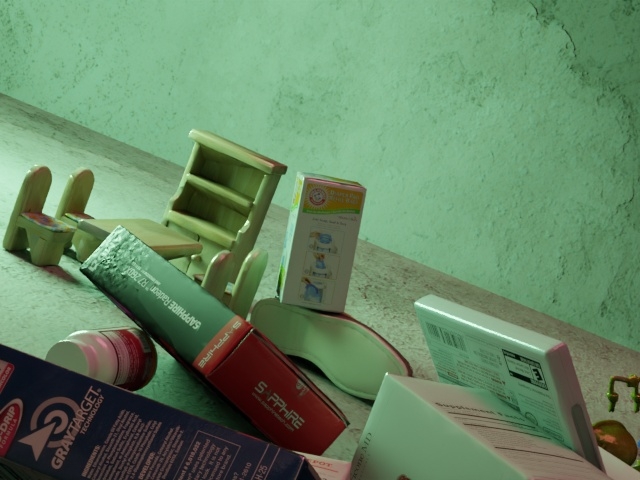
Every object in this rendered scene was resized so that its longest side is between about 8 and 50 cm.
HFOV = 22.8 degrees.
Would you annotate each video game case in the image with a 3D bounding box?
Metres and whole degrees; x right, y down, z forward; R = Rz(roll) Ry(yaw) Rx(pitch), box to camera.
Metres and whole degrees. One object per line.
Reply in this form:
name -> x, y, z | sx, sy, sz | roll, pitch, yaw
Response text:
video game case -> 0.251, 0.233, 2.019 | 0.036, 0.300, 0.329 | -26, 18, -20

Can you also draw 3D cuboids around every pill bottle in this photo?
pill bottle -> -0.274, 0.152, 1.971 | 0.086, 0.086, 0.152 | 25, 10, 23

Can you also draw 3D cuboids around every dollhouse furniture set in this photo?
dollhouse furniture set -> -0.241, -0.040, 2.615 | 0.362, 0.256, 0.394 | 24, 10, 19

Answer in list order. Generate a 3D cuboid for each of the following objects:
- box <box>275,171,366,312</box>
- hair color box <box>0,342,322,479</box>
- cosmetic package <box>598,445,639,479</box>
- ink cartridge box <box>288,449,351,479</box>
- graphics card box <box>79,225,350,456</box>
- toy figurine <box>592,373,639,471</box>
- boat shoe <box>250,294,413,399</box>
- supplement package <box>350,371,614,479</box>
box -> 0.000, 0.000, 2.516 | 0.103, 0.203, 0.114 | 10, 7, -7
hair color box -> -0.168, 0.214, 1.478 | 0.347, 0.105, 0.174 | 17, -22, 20
cosmetic package -> 0.368, 0.326, 1.988 | 0.060, 0.099, 0.239 | -31, 28, -17
ink cartridge box -> -0.038, 0.272, 1.623 | 0.115, 0.067, 0.198 | 10, 25, 12
graphics card box -> -0.145, 0.134, 2.080 | 0.371, 0.094, 0.233 | 34, -10, 50
toy figurine -> 0.605, 0.344, 2.547 | 0.363, 0.191, 0.217 | 10, 19, -46
boat shoe -> 0.030, 0.164, 2.505 | 0.305, 0.109, 0.091 | 23, 13, 33
supplement package -> 0.186, 0.300, 1.855 | 0.175, 0.177, 0.293 | 14, 11, -35
